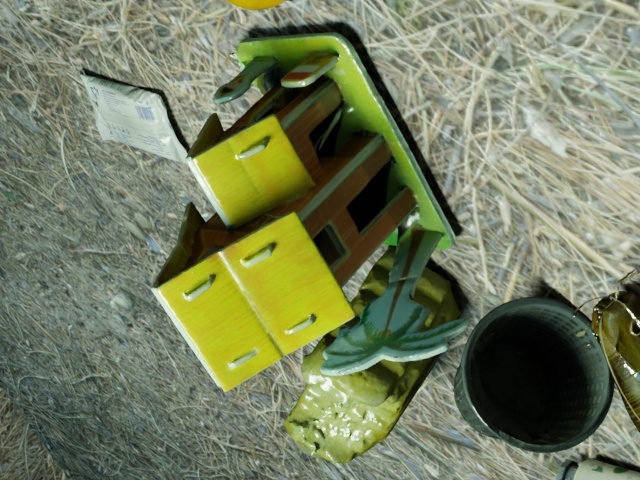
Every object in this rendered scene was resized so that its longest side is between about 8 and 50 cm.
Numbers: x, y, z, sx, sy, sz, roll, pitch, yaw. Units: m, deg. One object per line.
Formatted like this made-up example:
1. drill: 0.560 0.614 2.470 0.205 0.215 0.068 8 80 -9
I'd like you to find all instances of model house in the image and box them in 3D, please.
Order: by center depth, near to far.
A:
1. model house: -0.021 -0.014 1.435 0.340 0.323 0.300 7 136 51

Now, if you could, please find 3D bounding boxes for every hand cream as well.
1. hand cream: 0.412 0.318 1.606 0.276 0.059 0.095 11 137 41

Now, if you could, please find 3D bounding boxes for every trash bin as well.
1. trash bin: 0.231 0.165 1.537 0.175 0.175 0.161 43 164 4

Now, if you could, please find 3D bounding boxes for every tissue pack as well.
1. tissue pack: -0.268 -0.173 1.889 0.193 0.026 0.123 20 144 40

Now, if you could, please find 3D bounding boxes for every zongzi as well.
1. zongzi: 0.335 0.136 1.434 0.187 0.084 0.184 52 163 0

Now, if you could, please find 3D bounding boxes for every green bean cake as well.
1. green bean cake: 0.065 0.155 1.666 0.124 0.233 0.236 33 153 10

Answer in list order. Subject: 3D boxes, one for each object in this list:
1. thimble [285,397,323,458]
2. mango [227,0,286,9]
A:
1. thimble: -0.005 0.294 2.117 0.110 0.084 0.062 44 154 -3
2. mango: -0.105 -0.357 1.291 0.177 0.120 0.295 4 132 50
